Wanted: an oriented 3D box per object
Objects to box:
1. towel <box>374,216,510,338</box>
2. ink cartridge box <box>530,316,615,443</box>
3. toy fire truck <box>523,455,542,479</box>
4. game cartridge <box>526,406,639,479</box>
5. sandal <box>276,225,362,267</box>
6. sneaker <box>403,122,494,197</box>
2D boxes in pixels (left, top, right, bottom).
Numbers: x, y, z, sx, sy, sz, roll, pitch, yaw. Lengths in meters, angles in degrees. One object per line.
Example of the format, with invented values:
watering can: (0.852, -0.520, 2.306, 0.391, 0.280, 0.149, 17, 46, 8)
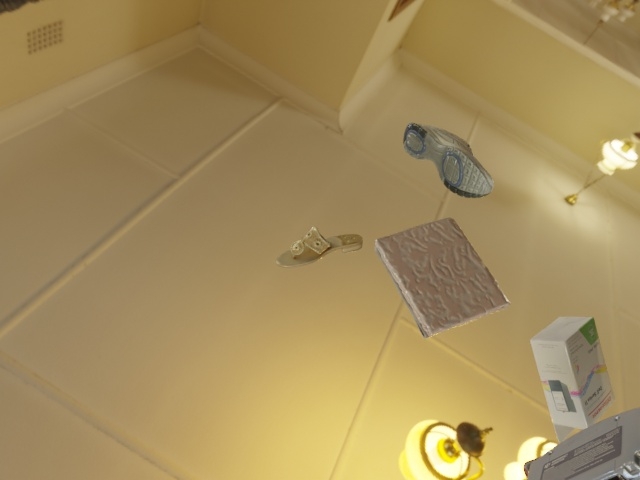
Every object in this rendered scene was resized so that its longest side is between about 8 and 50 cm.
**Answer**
towel: (0.359, 0.100, 1.446, 0.317, 0.053, 0.332, -16, -116, -25)
ink cartridge box: (0.799, 0.439, 1.513, 0.207, 0.119, 0.353, -20, -85, -36)
toy fire truck: (0.684, 0.604, 1.175, 0.169, 0.302, 0.254, 60, -171, -31)
game cartridge: (0.538, 0.452, 0.973, 0.060, 0.294, 0.196, 45, -146, 8)
sandal: (-0.003, -0.003, 1.219, 0.240, 0.079, 0.088, -13, -151, -23)
sneaker: (0.347, -0.222, 1.254, 0.129, 0.111, 0.297, -15, -129, -29)
